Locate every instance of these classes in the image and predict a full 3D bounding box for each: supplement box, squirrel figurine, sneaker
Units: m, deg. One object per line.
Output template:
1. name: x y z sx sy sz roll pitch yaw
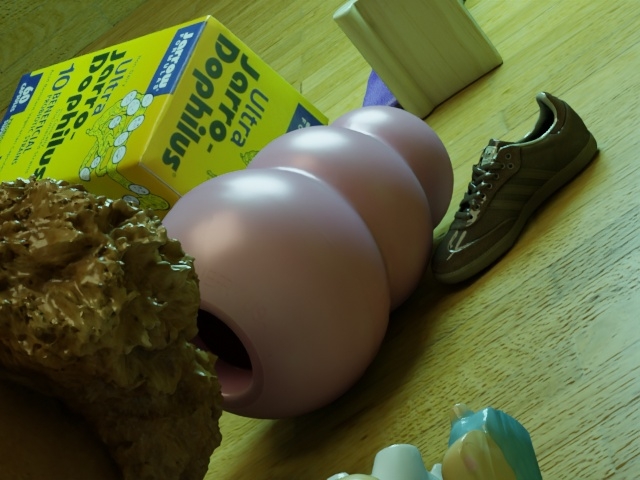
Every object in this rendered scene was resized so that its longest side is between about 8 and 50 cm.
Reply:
1. supplement box: -0.200 -0.082 1.882 0.357 0.195 0.194 -9 50 47
2. squirrel figurine: -0.273 0.083 1.224 0.397 0.370 0.281 -28 21 0
3. sneaker: 0.148 -0.046 1.446 0.188 0.071 0.066 -45 19 -17

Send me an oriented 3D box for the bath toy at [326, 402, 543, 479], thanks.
1. bath toy: -0.018 0.225 1.065 0.348 0.151 0.129 -31 55 25

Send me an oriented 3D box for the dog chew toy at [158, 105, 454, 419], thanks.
1. dog chew toy: 0.000 0.000 1.447 0.207 0.206 0.332 -19 19 46

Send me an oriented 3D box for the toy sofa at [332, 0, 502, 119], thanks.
1. toy sofa: 0.090 -0.270 1.954 0.177 0.150 0.362 -32 20 19
